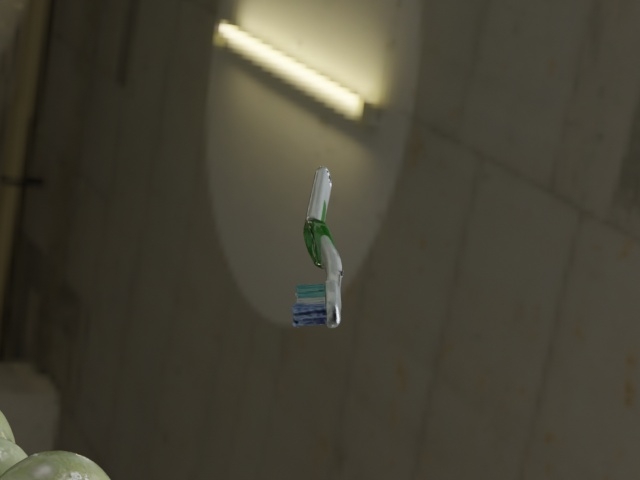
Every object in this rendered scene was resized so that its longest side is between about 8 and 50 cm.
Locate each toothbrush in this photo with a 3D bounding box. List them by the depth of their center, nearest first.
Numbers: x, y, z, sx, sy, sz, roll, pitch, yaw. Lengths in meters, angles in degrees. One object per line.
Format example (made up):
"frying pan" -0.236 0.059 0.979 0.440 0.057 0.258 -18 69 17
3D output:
"toothbrush" 0.002 0.000 1.098 0.304 0.030 0.030 -85 -173 -72

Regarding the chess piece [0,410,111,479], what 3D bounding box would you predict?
"chess piece" -0.185 0.179 1.018 0.251 0.144 0.144 18 -76 32
